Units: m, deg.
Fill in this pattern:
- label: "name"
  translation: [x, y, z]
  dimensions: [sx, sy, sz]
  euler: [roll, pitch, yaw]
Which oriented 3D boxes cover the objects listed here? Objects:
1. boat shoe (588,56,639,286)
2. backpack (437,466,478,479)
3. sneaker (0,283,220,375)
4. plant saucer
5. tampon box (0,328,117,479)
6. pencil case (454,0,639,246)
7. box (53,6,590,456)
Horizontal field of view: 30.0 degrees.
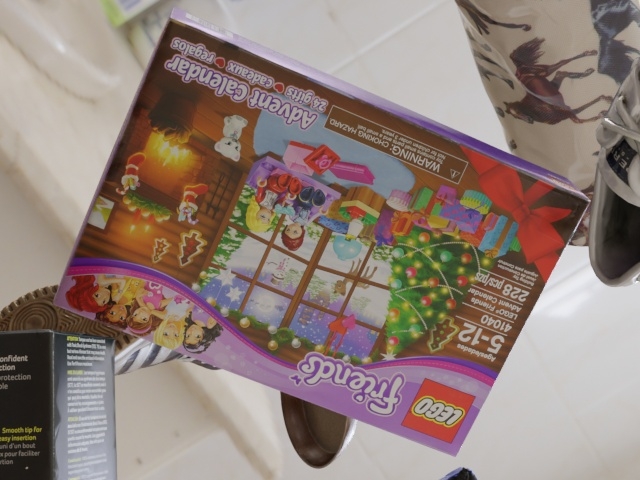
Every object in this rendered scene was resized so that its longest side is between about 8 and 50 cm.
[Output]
- label: "boat shoe"
  translation: [0.188, -0.049, 0.623]
  dimensions: [0.095, 0.084, 0.258]
  euler: [59, -11, 34]
- label: "backpack"
  translation: [0.135, 0.329, 1.373]
  dimensions: [0.098, 0.120, 0.101]
  euler: [61, -10, 10]
- label: "sneaker"
  translation: [-0.175, 0.088, 1.112]
  dimensions: [0.099, 0.282, 0.153]
  euler: [62, -4, 26]
- label: "plant saucer"
  translation: [0.001, 0.174, 1.365]
  dimensions: [0.168, 0.029, 0.168]
  euler: [4, -85, 62]
- label: "tampon box"
  translation: [-0.191, 0.136, 0.697]
  dimensions: [0.101, 0.120, 0.161]
  euler: [35, 53, -77]
- label: "pencil case"
  translation: [0.207, -0.180, 1.077]
  dimensions: [0.183, 0.160, 0.410]
  euler: [38, -19, 51]
- label: "box"
  translation: [0.000, 0.000, 0.785]
  dimensions: [0.293, 0.201, 0.057]
  euler: [22, 15, -11]
